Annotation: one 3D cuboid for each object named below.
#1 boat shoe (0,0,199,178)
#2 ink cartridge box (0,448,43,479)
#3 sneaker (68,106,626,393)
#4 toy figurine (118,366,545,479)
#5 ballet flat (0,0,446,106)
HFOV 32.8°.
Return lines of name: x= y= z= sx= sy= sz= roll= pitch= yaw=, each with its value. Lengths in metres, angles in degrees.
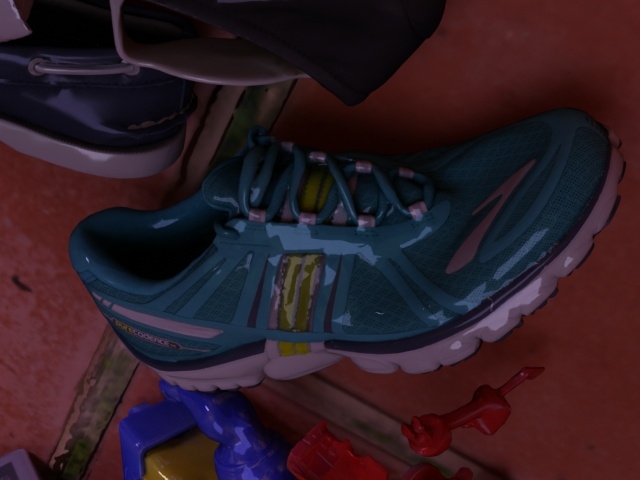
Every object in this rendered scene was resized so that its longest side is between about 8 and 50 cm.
boat shoe: x=-0.180 y=-0.102 z=0.501 sx=0.254 sy=0.095 sz=0.079 roll=20 pitch=129 yaw=2
ink cartridge box: x=-0.144 y=0.272 z=0.713 sx=0.189 sy=0.066 sz=0.232 roll=33 pitch=146 yaw=57
sneaker: x=0.000 y=0.000 z=0.495 sx=0.275 sy=0.107 sz=0.110 roll=-18 pitch=128 yaw=28
toy figurine: x=-0.031 y=0.175 z=0.656 sx=0.217 sy=0.191 sz=0.362 roll=34 pitch=139 yaw=32
ballet flat: x=-0.086 y=-0.114 z=0.420 sx=0.280 sy=0.095 sz=0.096 roll=17 pitch=127 yaw=-15
